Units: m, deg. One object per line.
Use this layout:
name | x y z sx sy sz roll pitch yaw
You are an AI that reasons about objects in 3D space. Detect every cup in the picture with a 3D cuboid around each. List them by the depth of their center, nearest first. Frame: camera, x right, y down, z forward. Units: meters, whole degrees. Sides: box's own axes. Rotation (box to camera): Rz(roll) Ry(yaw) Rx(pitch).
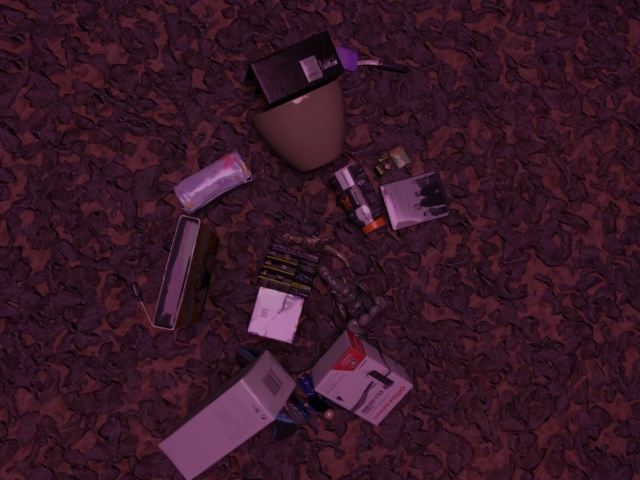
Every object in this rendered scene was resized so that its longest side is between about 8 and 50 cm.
cup | -0.046 -0.378 1.555 0.331 0.331 0.236 -26 108 -8

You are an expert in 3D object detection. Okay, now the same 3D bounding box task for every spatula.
spatula | 0.201 -0.684 1.733 0.297 0.030 0.084 7 84 -5

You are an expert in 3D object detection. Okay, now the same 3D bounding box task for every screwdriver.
screwdriver | -0.615 0.223 1.549 0.024 0.025 0.169 -24 85 -8

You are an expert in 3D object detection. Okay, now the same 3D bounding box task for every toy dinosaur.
toy dinosaur | 0.000 0.000 1.617 0.268 0.064 0.118 21 98 -4

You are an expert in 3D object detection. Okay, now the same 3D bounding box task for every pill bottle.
pill bottle | 0.141 -0.146 1.613 0.130 0.130 0.245 -27 86 -8

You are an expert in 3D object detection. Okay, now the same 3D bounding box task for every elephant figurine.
elephant figurine | 0.105 0.198 1.565 0.169 0.186 0.239 -23 55 -41

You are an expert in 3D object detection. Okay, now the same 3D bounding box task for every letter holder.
letter holder | -0.103 -0.594 1.617 0.302 0.214 0.152 -28 101 -13

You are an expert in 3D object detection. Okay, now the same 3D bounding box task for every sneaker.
sneaker | -0.190 0.515 1.506 0.140 0.125 0.341 -39 86 -4

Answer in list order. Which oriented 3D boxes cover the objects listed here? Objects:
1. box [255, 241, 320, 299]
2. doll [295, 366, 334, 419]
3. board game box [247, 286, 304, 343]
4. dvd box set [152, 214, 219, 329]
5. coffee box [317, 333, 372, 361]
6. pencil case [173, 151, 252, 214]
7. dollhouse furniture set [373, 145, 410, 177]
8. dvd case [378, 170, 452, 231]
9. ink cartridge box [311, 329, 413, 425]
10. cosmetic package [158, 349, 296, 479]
box | -0.107 0.102 1.547 0.191 0.045 0.184 16 43 -2
doll | -0.008 0.535 1.554 0.129 0.046 0.189 -29 89 14
board game box | -0.145 0.239 1.465 0.142 0.275 0.144 15 82 -4
dvd box set | -0.398 0.106 1.384 0.062 0.420 0.307 12 81 -4
coffee box | 0.091 0.405 1.586 0.184 0.040 0.113 -39 90 -9
pencil case | -0.375 -0.201 1.577 0.273 0.113 0.124 -30 78 -8
dollhouse furniture set | 0.270 -0.296 1.679 0.152 0.058 0.076 -33 88 -8
dvd case | 0.356 -0.150 1.685 0.239 0.029 0.179 -15 85 -7
ink cartridge box | 0.137 0.458 1.490 0.273 0.114 0.197 35 101 -17
cosmetic package | -0.282 0.534 1.380 0.385 0.217 0.156 -39 89 16
